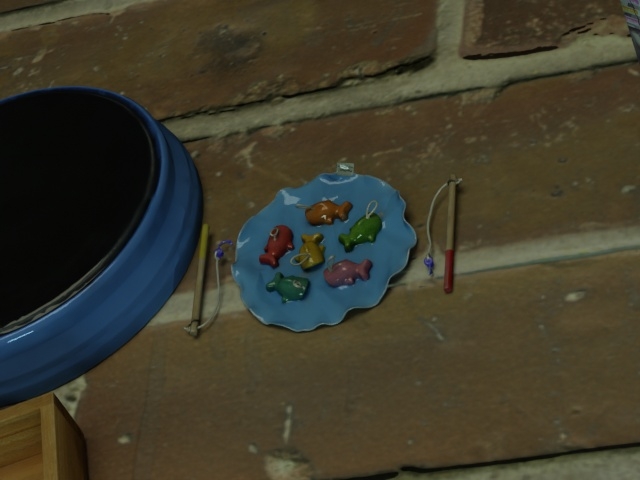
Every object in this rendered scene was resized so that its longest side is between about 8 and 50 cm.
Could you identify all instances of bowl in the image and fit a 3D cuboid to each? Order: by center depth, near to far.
[{"bbox_3d":[-0.311,-0.007,1.649,0.391,0.077,0.391,-13,45,14],"label":"bowl"}]

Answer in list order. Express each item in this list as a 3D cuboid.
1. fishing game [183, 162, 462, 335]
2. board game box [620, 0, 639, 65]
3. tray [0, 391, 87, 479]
[{"bbox_3d":[0.000,0.000,1.519,0.264,0.041,0.189,-8,49,19],"label":"fishing game"},{"bbox_3d":[0.333,-0.097,1.225,0.208,0.347,0.056,27,65,42],"label":"board game box"},{"bbox_3d":[-0.398,0.293,1.405,0.411,0.076,0.203,-21,43,7],"label":"tray"}]
